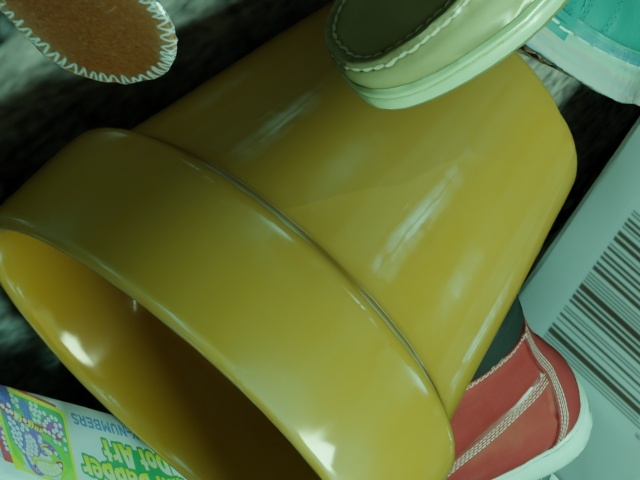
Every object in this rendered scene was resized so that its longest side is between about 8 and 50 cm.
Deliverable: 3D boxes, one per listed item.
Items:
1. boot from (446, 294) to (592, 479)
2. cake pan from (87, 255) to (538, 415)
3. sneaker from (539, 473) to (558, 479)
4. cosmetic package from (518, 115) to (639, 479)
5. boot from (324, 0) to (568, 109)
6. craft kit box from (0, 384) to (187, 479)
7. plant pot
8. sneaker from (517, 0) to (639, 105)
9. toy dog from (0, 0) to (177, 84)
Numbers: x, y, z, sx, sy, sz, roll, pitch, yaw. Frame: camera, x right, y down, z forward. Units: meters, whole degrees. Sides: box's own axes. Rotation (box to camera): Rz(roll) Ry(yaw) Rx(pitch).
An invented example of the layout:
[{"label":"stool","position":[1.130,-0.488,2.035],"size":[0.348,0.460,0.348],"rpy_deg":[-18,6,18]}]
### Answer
[{"label":"boot","position":[0.013,0.107,0.901],"size":[0.244,0.088,0.176],"rpy_deg":[-33,142,6]},{"label":"cake pan","position":[-0.005,0.050,0.921],"size":[0.293,0.054,0.293],"rpy_deg":[-31,155,-16]},{"label":"sneaker","position":[0.066,0.218,1.259],"size":[0.283,0.110,0.122],"rpy_deg":[-48,151,21]},{"label":"cosmetic package","position":[0.313,0.016,1.111],"size":[0.453,0.161,0.230],"rpy_deg":[-17,144,-52]},{"label":"boot","position":[0.047,-0.155,0.558],"size":[0.213,0.077,0.165],"rpy_deg":[-46,139,12]},{"label":"craft kit box","position":[-0.175,0.165,0.797],"size":[0.247,0.061,0.250],"rpy_deg":[-30,154,17]},{"label":"plant pot","position":[0.000,0.000,0.691],"size":[0.188,0.205,0.205],"rpy_deg":[-48,160,-19]},{"label":"sneaker","position":[0.149,-0.129,0.780],"size":[0.302,0.108,0.121],"rpy_deg":[7,112,-53]},{"label":"toy dog","position":[-0.150,-0.020,0.455],"size":[0.220,0.161,0.333],"rpy_deg":[-29,155,-21]}]
